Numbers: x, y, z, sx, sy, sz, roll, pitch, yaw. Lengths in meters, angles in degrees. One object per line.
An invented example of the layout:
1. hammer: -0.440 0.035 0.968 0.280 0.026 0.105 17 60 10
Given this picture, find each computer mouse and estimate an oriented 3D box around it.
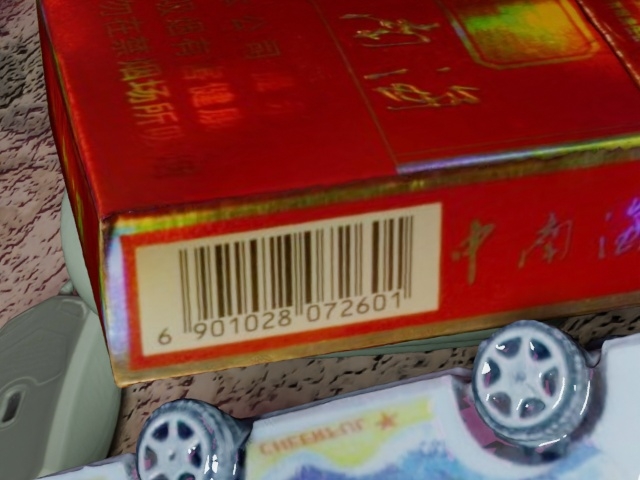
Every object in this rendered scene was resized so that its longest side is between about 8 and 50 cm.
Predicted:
1. computer mouse: -0.147 0.096 0.951 0.089 0.056 0.182 -12 43 25

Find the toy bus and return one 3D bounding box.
1. toy bus: 0.037 0.118 0.731 0.329 0.109 0.136 -16 75 30

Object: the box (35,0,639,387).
1. box: 0.049 -0.052 0.763 0.313 0.089 0.197 -8 35 -12

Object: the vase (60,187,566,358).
1. vase: 0.000 0.000 0.867 0.248 0.128 0.128 6 60 30
